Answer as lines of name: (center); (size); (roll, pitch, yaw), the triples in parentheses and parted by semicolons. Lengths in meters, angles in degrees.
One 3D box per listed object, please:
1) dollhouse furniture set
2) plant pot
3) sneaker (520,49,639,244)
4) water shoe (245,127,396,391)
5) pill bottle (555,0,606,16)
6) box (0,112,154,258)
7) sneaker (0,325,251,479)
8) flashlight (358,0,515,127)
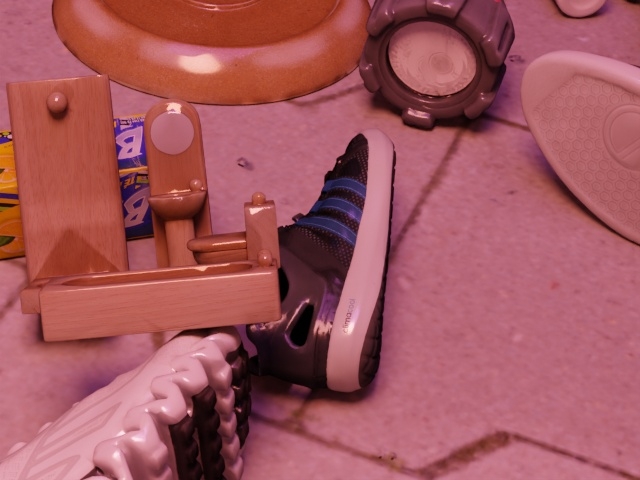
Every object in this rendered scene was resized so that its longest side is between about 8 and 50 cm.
dollhouse furniture set: (-0.096, -0.025, 0.814); (0.144, 0.123, 0.151); (-5, 7, -1)
plant pot: (-0.076, -0.178, 1.143); (0.236, 0.032, 0.236); (4, 40, -4)
sneaker: (0.275, -0.053, 0.995); (0.296, 0.104, 0.147); (29, 42, 17)
water shoe: (0.000, 0.000, 0.904); (0.080, 0.073, 0.203); (4, 38, 3)
pill bottle: (0.191, -0.211, 1.214); (0.043, 0.043, 0.083); (-4, 40, -13)
box: (-0.162, -0.031, 0.931); (0.169, 0.054, 0.059); (-9, 41, -19)
sneaker: (-0.126, 0.127, 0.712); (0.118, 0.110, 0.292); (14, 38, 23)
flashlight: (0.107, -0.202, 1.145); (0.103, 0.103, 0.304); (13, 40, 9)
